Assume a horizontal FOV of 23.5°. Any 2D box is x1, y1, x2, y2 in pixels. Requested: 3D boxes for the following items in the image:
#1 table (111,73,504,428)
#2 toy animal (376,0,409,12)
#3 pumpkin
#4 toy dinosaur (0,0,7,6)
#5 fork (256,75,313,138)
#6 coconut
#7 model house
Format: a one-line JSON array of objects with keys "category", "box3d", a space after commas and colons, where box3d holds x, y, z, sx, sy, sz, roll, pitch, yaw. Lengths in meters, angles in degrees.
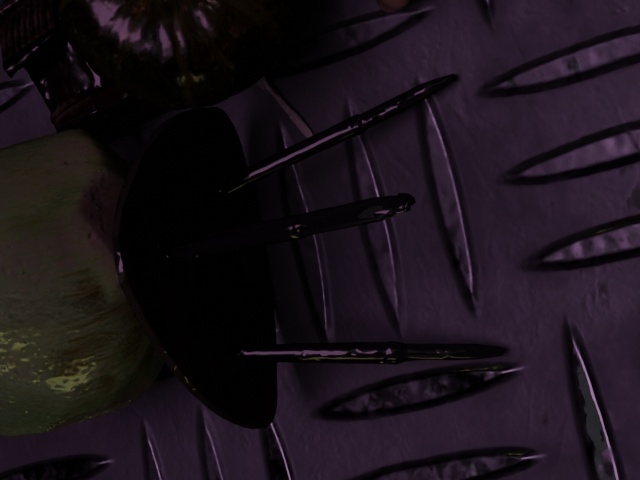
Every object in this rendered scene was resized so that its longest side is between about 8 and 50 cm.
[{"category": "table", "box3d": [0.000, 0.000, 1.347, 0.249, 0.317, 0.317, -11, 87, 20]}, {"category": "toy animal", "box3d": [0.012, -0.338, 1.371, 0.149, 0.165, 0.248, -45, 58, 22]}, {"category": "pumpkin", "box3d": [-0.128, -0.226, 1.402, 0.223, 0.157, 0.224, 1, 77, -3]}, {"category": "toy dinosaur", "box3d": [-0.289, -0.280, 1.628, 0.329, 0.076, 0.144, -15, 53, 35]}, {"category": "fork", "box3d": [-0.040, -0.138, 1.506, 0.115, 0.012, 0.016, 53, 126, 19]}, {"category": "coconut", "box3d": [-0.265, 0.038, 1.516, 0.281, 0.328, 0.328, 50, 120, 46]}, {"category": "model house", "box3d": [-0.225, -0.196, 1.558, 0.203, 0.141, 0.164, -20, 85, 24]}]
